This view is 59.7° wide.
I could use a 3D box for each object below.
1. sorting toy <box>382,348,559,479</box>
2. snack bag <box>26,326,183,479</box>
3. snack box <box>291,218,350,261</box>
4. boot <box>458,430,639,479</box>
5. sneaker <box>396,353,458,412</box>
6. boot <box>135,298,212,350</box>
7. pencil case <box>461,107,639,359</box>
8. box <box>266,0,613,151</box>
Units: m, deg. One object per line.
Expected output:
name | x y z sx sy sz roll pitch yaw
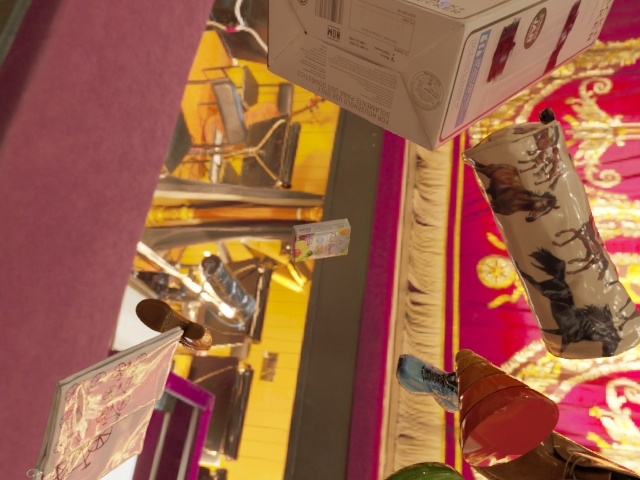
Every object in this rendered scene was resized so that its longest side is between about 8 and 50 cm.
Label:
sorting toy | 0.118 0.266 0.707 0.127 0.365 0.126 28 24 -35
snack bag | -0.406 0.352 1.059 0.323 0.037 0.343 -20 135 -67
snack box | 0.000 0.000 1.400 0.100 0.141 0.037 96 -19 -47
boot | 0.351 0.322 0.789 0.115 0.305 0.112 75 37 -60
sneaker | 0.197 0.228 0.923 0.073 0.162 0.064 -36 -149 50
boot | -0.364 0.223 1.400 0.073 0.197 0.152 -60 171 -21
pencil case | 0.380 0.002 0.910 0.411 0.159 0.183 64 31 -7
box | 0.115 -0.193 0.463 0.290 0.169 0.087 -36 145 -36
